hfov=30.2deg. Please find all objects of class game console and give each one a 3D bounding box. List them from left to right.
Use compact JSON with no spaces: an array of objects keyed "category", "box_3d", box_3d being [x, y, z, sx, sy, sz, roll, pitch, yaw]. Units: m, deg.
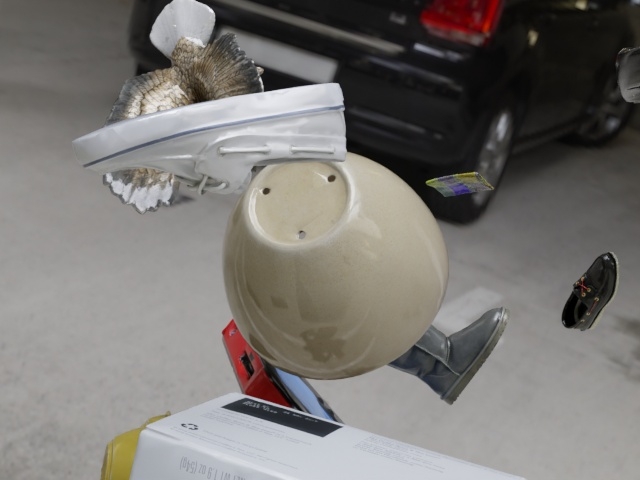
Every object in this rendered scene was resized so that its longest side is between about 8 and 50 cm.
[{"category":"game console","box_3d":[-0.003,0.273,1.752,0.342,0.060,0.386,45,2,-17]}]

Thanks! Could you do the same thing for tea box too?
[{"category":"tea box","box_3d":[-0.012,0.353,1.132,0.329,0.324,0.220,13,7,19]}]

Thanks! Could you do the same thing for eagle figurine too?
[{"category":"eagle figurine","box_3d":[-0.166,-0.183,1.631,0.225,0.226,0.298,20,24,0]}]

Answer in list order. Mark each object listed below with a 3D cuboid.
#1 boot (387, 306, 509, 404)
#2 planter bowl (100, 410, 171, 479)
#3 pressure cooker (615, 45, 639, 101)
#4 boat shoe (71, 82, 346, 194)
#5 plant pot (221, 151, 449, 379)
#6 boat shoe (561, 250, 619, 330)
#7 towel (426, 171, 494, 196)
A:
[{"category":"boot","box_3d":[0.159,0.131,1.815,0.208,0.190,0.076,35,1,2]},{"category":"planter bowl","box_3d":[-0.291,0.365,1.823,0.090,0.217,0.217,9,22,-14]},{"category":"pressure cooker","box_3d":[0.572,-0.228,1.413,0.420,0.370,0.376,-6,50,-10]},{"category":"boat shoe","box_3d":[-0.086,-0.080,1.042,0.258,0.084,0.095,-13,5,-24]},{"category":"plant pot","box_3d":[0.000,0.000,1.420,0.284,0.284,0.191,29,-18,28]},{"category":"boat shoe","box_3d":[0.357,0.069,1.565,0.042,0.133,0.049,-2,44,-19]},{"category":"towel","box_3d":[0.198,-0.079,1.683,0.083,0.009,0.060,-7,-21,31]}]
